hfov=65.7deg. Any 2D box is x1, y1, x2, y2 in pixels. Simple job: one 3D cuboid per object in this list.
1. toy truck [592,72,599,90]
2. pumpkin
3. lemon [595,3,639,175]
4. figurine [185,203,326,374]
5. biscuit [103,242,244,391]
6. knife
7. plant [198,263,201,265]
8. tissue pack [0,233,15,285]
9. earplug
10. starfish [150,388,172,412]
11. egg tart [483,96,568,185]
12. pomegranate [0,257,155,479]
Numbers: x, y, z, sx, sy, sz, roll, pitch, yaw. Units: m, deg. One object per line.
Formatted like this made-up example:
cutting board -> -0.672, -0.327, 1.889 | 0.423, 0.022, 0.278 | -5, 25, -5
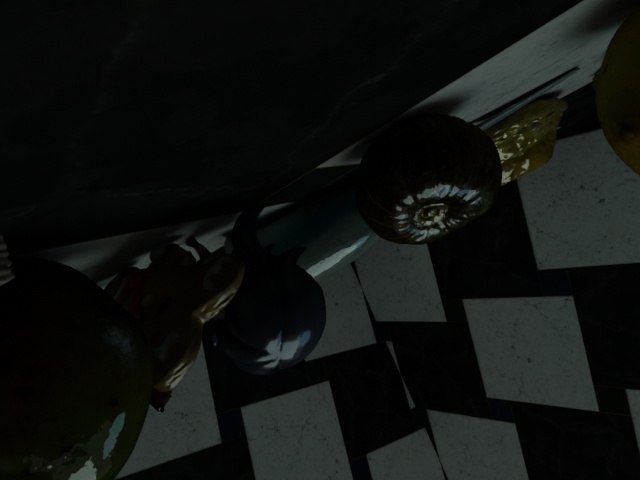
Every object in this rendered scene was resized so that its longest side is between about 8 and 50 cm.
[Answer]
toy truck -> 0.564, -0.315, 0.951 | 0.054, 0.049, 0.083 | -23, 175, 4
pumpkin -> 0.150, -0.092, 0.729 | 0.219, 0.162, 0.219 | -14, 150, -8
lemon -> 0.465, -0.183, 0.556 | 0.293, 0.293, 0.293 | -24, 176, -2
figurine -> -0.101, 0.077, 0.753 | 0.197, 0.265, 0.175 | -20, 141, -3
biscuit -> -0.254, 0.095, 0.710 | 0.340, 0.047, 0.216 | 6, -120, 48
knife -> 0.307, -0.213, 0.909 | 0.331, 0.044, 0.080 | -29, 174, 18
plant -> -0.311, 0.103, 1.137 | 0.174, 0.085, 0.087 | -19, 152, 5
tissue pack -> -0.366, 0.063, 0.264 | 0.326, 0.071, 0.170 | -23, 176, 6
earplug -> 0.000, 0.000, 0.962 | 0.324, 0.185, 0.185 | -29, 176, 2
starfish -> -0.389, 0.218, 0.770 | 0.312, 0.113, 0.303 | -14, -150, -7
egg tart -> 0.395, -0.187, 1.083 | 0.319, 0.128, 0.319 | -26, 177, -1
pomegranate -> -0.317, 0.175, 0.530 | 0.291, 0.290, 0.323 | -23, 167, -18
